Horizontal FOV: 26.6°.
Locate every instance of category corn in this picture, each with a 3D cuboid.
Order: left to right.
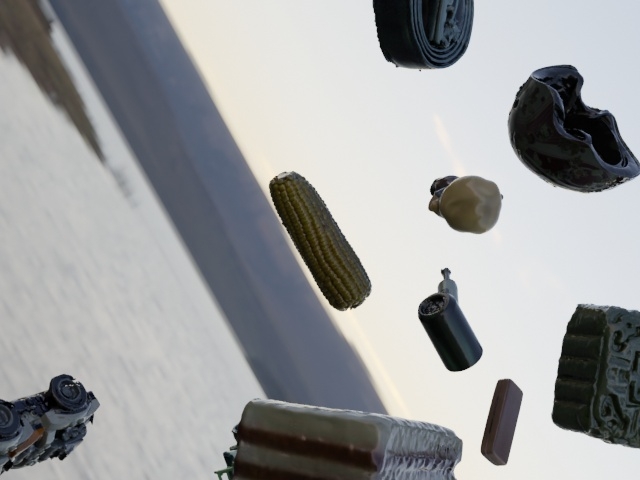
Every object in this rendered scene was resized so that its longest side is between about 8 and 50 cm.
[{"bbox_3d":[0.000,0.000,2.016,0.231,0.080,0.080,61,-5,-9],"label":"corn"}]

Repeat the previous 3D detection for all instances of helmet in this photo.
[{"bbox_3d":[0.294,-0.121,1.645,0.177,0.107,0.153,52,27,0],"label":"helmet"}]

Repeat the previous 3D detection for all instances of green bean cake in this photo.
[{"bbox_3d":[0.481,0.207,2.070,0.125,0.227,0.223,-3,-104,64],"label":"green bean cake"}]

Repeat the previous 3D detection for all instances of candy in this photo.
[{"bbox_3d":[0.039,0.270,1.624,0.320,0.179,0.135,29,68,-64],"label":"candy"}]

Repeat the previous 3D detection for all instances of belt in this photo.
[{"bbox_3d":[0.193,-0.440,2.445,0.116,0.206,0.268,6,-81,40],"label":"belt"}]

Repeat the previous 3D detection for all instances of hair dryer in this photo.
[{"bbox_3d":[0.170,0.084,1.827,0.198,0.057,0.100,-88,152,-61],"label":"hair dryer"}]

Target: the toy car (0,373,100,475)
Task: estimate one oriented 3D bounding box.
[{"bbox_3d":[-0.478,0.311,2.147,0.301,0.193,0.118,-12,64,-54],"label":"toy car"}]

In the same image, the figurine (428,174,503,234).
[{"bbox_3d":[0.252,-0.072,2.463,0.114,0.108,0.196,24,1,-21],"label":"figurine"}]

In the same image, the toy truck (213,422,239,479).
[{"bbox_3d":[-0.098,0.294,1.746,0.154,0.078,0.080,-130,-156,-75],"label":"toy truck"}]

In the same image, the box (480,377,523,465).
[{"bbox_3d":[0.245,0.246,1.833,0.025,0.115,0.048,-4,-34,36],"label":"box"}]
